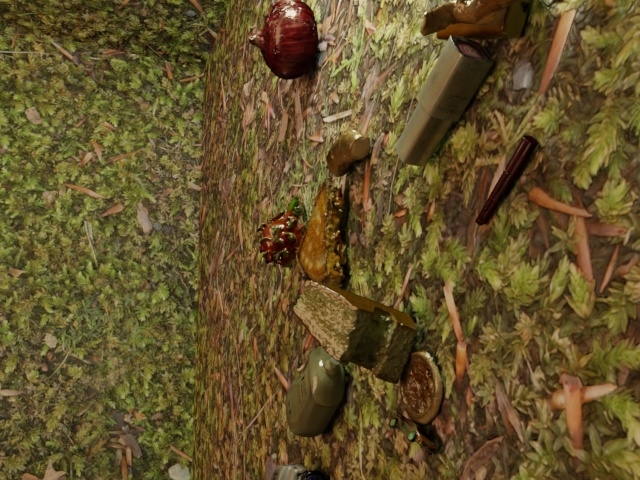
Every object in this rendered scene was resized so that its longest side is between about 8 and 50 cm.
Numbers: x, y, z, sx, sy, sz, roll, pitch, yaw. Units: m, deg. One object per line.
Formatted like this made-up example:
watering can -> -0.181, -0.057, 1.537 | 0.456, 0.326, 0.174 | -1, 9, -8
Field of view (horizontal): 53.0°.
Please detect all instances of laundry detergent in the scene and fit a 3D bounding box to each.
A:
laundry detergent -> -0.008, 0.362, 1.582 | 0.181, 0.091, 0.253 | -97, 25, -44

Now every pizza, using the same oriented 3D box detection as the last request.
pizza -> 0.000, 0.000, 1.696 | 0.251, 0.074, 0.288 | 155, 121, -64

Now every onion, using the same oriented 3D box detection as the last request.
onion -> -0.115, -0.624, 1.980 | 0.252, 0.219, 0.252 | -178, 90, -76

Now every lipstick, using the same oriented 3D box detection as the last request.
lipstick -> 0.226, -0.254, 1.214 | 0.077, 0.078, 0.253 | -105, 30, -41
lipstick -> 0.300, -0.093, 1.050 | 0.027, 0.027, 0.176 | -107, 31, -45

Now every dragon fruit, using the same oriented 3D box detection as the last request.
dragon fruit -> -0.110, -0.031, 1.897 | 0.135, 0.137, 0.236 | 52, -143, -68

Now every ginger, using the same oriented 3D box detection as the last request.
ginger -> 0.284, -0.398, 1.008 | 0.288, 0.075, 0.089 | -14, 108, 37
ginger -> 0.069, -0.222, 1.603 | 0.190, 0.068, 0.095 | -44, 66, 57

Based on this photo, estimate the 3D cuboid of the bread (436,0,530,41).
bread -> 0.286, -0.404, 1.149 | 0.226, 0.049, 0.088 | -140, 59, -65

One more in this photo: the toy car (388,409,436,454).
toy car -> 0.173, 0.357, 1.185 | 0.035, 0.059, 0.122 | -55, 22, -10

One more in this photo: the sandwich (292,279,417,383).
sandwich -> 0.064, 0.172, 1.263 | 0.128, 0.235, 0.122 | -108, 40, -74

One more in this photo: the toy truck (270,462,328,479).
toy truck -> -0.083, 0.656, 1.562 | 0.161, 0.176, 0.213 | 134, 137, -58

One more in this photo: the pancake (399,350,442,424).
pancake -> 0.189, 0.278, 1.212 | 0.139, 0.022, 0.140 | -174, 90, -68
